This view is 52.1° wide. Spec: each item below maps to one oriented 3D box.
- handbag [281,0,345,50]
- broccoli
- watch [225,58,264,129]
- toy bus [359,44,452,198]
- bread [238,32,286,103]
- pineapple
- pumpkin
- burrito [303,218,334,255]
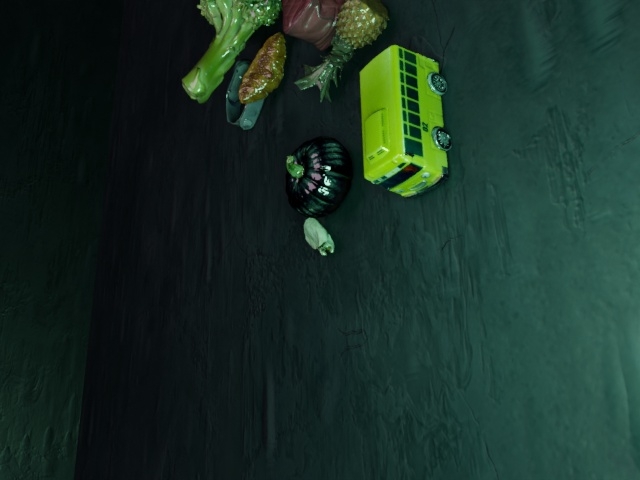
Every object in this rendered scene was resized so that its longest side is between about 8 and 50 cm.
[{"bbox_3d":[-0.015,-0.607,1.683,0.146,0.135,0.225,-43,41,41],"label":"handbag"},{"bbox_3d":[-0.285,-0.627,1.983,0.397,0.274,0.353,-59,3,25],"label":"broccoli"},{"bbox_3d":[-0.227,-0.453,2.007,0.206,0.068,0.193,-59,40,31],"label":"watch"},{"bbox_3d":[0.156,-0.227,1.264,0.128,0.150,0.262,-28,56,51],"label":"toy bus"},{"bbox_3d":[-0.155,-0.484,1.886,0.104,0.076,0.233,26,87,28],"label":"bread"},{"bbox_3d":[0.046,-0.457,1.553,0.277,0.119,0.130,-49,60,38],"label":"pineapple"},{"bbox_3d":[-0.005,-0.142,1.492,0.194,0.149,0.194,178,90,-84],"label":"pumpkin"},{"bbox_3d":[-0.001,-0.003,1.508,0.118,0.044,0.074,43,147,51],"label":"burrito"}]
